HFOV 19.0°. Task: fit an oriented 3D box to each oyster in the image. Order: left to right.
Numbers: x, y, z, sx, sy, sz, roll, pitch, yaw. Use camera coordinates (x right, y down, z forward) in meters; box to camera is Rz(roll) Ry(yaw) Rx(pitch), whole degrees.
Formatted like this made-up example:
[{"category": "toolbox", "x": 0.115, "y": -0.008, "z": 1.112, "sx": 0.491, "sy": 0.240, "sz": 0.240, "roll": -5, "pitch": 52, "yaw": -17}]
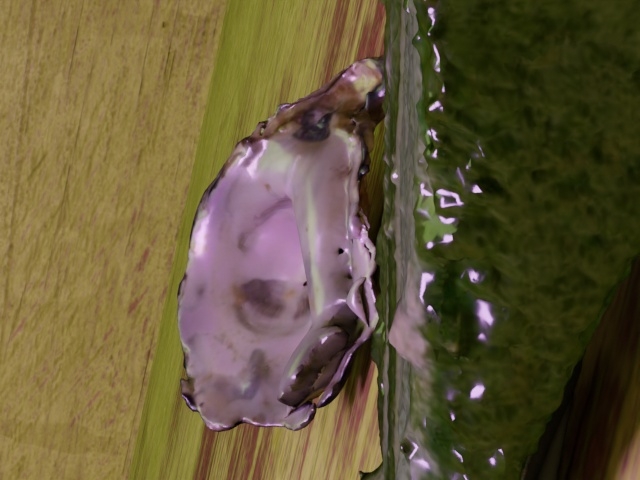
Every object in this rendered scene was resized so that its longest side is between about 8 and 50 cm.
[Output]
[{"category": "oyster", "x": 0.000, "y": 0.000, "z": 0.933, "sx": 0.191, "sy": 0.081, "sz": 0.163, "roll": -60, "pitch": 39, "yaw": 22}]

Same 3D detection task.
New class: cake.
[{"category": "cake", "x": 0.061, "y": -0.016, "z": 0.476, "sx": 0.100, "sy": 0.099, "sz": 0.235, "roll": -96, "pitch": 7, "yaw": -63}]

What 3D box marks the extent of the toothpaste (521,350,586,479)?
[{"category": "toothpaste", "x": 0.025, "y": 0.155, "z": 0.538, "sx": 0.069, "sy": 0.047, "sz": 0.268, "roll": 40, "pitch": -117, "yaw": -76}]
